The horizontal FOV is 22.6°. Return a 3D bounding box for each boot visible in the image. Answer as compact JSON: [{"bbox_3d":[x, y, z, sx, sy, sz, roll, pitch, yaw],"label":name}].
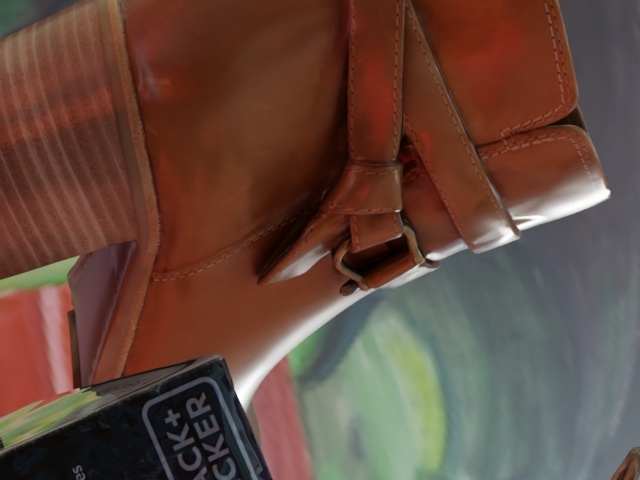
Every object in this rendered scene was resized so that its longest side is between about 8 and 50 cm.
[{"bbox_3d":[0.000,0.000,0.614,0.220,0.283,0.109,-17,-136,2],"label":"boot"}]

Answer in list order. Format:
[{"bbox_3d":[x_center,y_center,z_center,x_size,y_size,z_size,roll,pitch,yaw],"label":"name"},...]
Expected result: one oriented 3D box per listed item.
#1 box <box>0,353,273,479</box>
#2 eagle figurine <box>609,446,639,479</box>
[{"bbox_3d":[-0.157,0.125,0.368,0.290,0.087,0.169,-22,-179,-27],"label":"box"},{"bbox_3d":[0.199,0.286,0.754,0.225,0.226,0.298,-29,-139,-21],"label":"eagle figurine"}]
